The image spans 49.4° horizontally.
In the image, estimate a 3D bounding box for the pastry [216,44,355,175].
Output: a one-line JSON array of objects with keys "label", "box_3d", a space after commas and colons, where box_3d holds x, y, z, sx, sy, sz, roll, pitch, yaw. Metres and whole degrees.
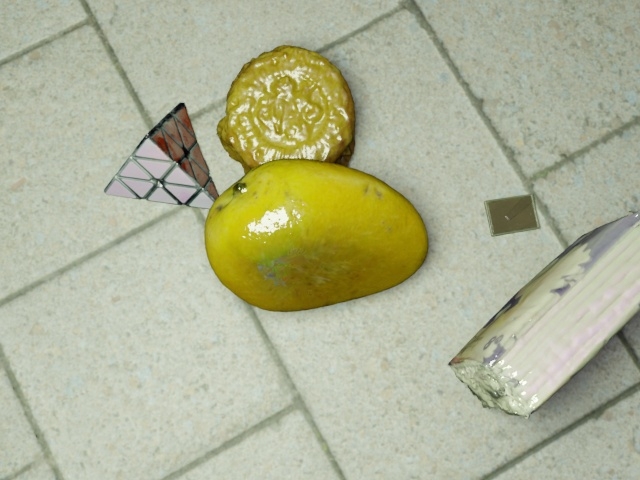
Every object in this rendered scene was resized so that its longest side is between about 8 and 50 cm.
[{"label": "pastry", "box_3d": [-0.057, -0.206, 1.185, 0.235, 0.132, 0.240, -26, 80, -7]}]

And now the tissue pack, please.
[{"label": "tissue pack", "box_3d": [0.368, 0.118, 1.081, 0.343, 0.242, 0.125, -41, 84, -8]}]

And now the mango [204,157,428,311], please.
[{"label": "mango", "box_3d": [0.000, 0.000, 1.104, 0.364, 0.182, 0.253, 8, 121, -12]}]

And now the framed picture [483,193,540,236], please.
[{"label": "framed picture", "box_3d": [0.338, -0.045, 1.229, 0.089, 0.007, 0.066, -10, 79, -4]}]

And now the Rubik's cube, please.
[{"label": "Rubik's cube", "box_3d": [-0.305, -0.127, 1.168, 0.178, 0.190, 0.211, -26, 76, 11]}]
